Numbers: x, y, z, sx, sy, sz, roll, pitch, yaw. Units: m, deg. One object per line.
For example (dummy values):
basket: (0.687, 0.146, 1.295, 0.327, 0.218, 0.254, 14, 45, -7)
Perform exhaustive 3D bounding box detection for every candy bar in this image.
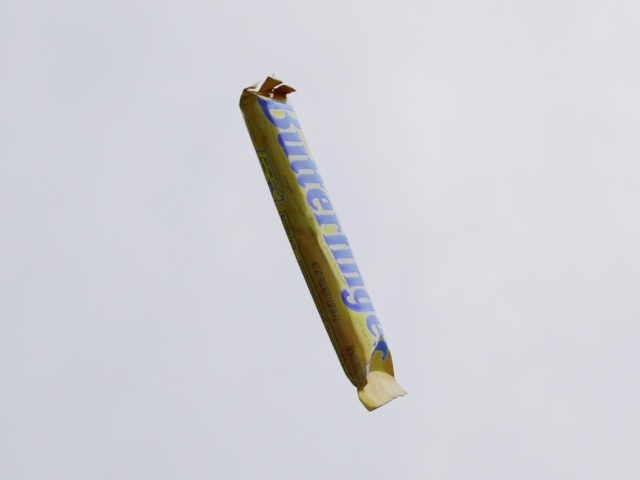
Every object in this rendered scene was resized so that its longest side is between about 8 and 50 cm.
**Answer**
candy bar: (0.000, 0.000, 0.588, 0.018, 0.040, 0.161, -22, -92, 29)
